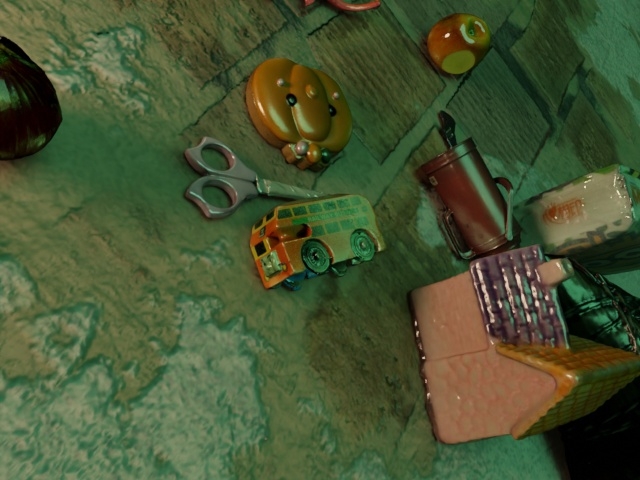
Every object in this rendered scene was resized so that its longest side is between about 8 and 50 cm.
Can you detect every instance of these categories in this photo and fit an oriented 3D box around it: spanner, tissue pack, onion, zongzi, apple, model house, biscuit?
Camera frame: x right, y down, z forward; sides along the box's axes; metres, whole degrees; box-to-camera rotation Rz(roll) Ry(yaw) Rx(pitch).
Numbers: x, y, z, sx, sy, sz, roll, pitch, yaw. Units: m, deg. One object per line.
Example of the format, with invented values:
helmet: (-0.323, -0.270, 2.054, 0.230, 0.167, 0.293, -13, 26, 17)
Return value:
spanner: (0.248, -0.137, 1.051, 0.046, 0.012, 0.208, -8, 76, -41)
tissue pack: (0.526, -0.025, 1.078, 0.311, 0.228, 0.127, 10, 67, -36)
onion: (-0.305, -0.125, 0.543, 0.117, 0.118, 0.118, 28, 48, 14)
zongzi: (0.516, 0.197, 0.897, 0.319, 0.362, 0.383, 16, 58, -54)
apple: (0.257, -0.371, 1.099, 0.114, 0.102, 0.099, 22, 60, -29)
model house: (0.282, 0.141, 0.805, 0.202, 0.237, 0.236, 6, 67, -35)
biscuit: (-0.021, -0.179, 0.827, 0.170, 0.050, 0.170, 16, 62, -32)

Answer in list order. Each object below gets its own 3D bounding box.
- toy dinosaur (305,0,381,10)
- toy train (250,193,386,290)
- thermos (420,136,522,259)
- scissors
toy dinosaur: (-0.039, -0.438, 0.935, 0.286, 0.070, 0.139, -1, 49, -41)
toy train: (0.000, 0.000, 0.754, 0.188, 0.072, 0.099, -14, 74, -41)
thermos: (0.257, -0.044, 0.966, 0.124, 0.099, 0.232, -29, 92, -12)
scissors: (-0.073, -0.068, 0.757, 0.212, 0.021, 0.110, 9, 63, -36)
